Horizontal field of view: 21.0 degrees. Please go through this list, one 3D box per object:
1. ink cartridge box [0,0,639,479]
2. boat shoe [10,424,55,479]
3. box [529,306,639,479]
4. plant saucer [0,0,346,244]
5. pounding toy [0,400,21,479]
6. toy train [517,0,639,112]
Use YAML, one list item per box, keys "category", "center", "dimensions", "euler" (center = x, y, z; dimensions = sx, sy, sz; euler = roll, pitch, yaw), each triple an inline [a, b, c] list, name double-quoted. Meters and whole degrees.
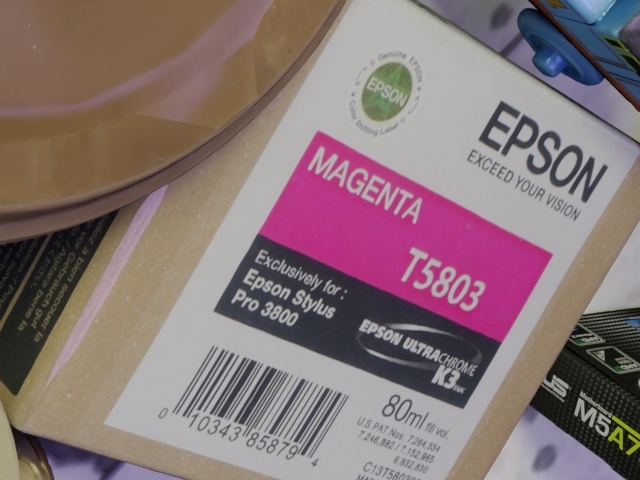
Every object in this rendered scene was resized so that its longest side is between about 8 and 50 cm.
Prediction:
- category: "ink cartridge box"
  center: [0.000, 0.000, 0.660]
  dimensions: [0.235, 0.088, 0.193]
  euler: [24, 100, -43]
- category: "boat shoe"
  center: [-0.134, 0.152, 0.662]
  dimensions: [0.060, 0.064, 0.178]
  euler: [-12, 116, -28]
- category: "box"
  center: [0.218, 0.088, 0.820]
  dimensions: [0.191, 0.184, 0.045]
  euler: [-4, 116, -37]
- category: "plant saucer"
  center: [-0.081, -0.125, 0.453]
  dimensions: [0.278, 0.041, 0.277]
  euler: [-14, 115, -31]
- category: "pounding toy"
  center: [-0.205, 0.115, 0.535]
  dimensions: [0.183, 0.110, 0.237]
  euler: [31, 55, -13]
- category: "toy train"
  center: [0.091, -0.118, 0.630]
  dimensions: [0.184, 0.105, 0.080]
  euler: [41, 86, -26]
